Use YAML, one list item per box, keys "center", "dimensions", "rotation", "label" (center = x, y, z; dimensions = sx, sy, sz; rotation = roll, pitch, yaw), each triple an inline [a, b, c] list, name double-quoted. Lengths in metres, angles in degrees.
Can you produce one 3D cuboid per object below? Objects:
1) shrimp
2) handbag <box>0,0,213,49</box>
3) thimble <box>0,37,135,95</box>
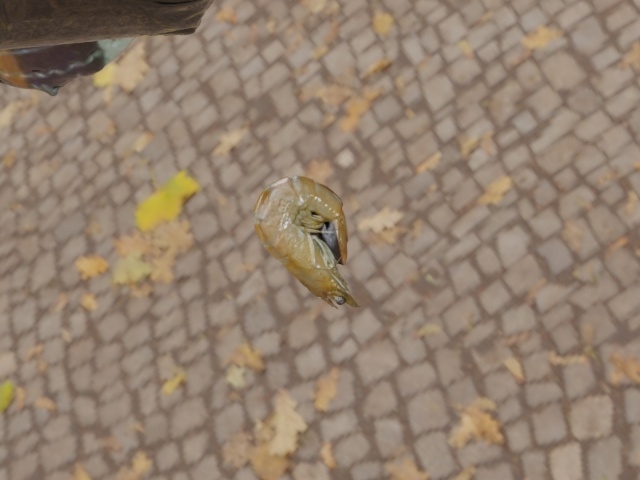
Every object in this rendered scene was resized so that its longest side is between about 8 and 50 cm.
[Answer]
- center: [0.000, 0.000, 0.939]
  dimensions: [0.059, 0.108, 0.023]
  rotation: [-51, 28, -9]
  label: "shrimp"
- center: [-0.164, -0.174, 0.771]
  dimensions: [0.244, 0.275, 0.088]
  rotation: [147, 115, -66]
  label: "handbag"
- center: [-0.255, -0.262, 1.295]
  dimensions: [0.237, 0.150, 0.237]
  rotation: [-6, 64, 12]
  label: "thimble"
